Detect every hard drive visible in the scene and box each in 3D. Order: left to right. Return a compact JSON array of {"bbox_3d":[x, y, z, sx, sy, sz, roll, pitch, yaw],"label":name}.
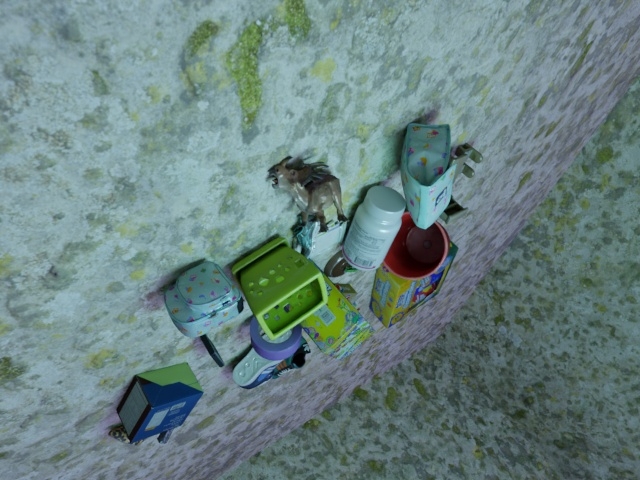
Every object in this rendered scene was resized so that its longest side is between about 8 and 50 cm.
[{"bbox_3d":[-0.374,0.376,1.528,0.022,0.094,0.135,-31,150,-16],"label":"hard drive"}]

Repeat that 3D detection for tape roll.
[{"bbox_3d":[-0.163,0.337,1.628,0.189,0.189,0.080,-27,149,-23],"label":"tape roll"}]

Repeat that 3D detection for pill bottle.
[{"bbox_3d":[0.185,-0.041,1.542,0.161,0.160,0.282,-20,146,-33],"label":"pill bottle"}]

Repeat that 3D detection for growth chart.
[{"bbox_3d":[0.000,0.000,1.524,0.238,0.021,0.171,-22,146,-30],"label":"growth chart"}]

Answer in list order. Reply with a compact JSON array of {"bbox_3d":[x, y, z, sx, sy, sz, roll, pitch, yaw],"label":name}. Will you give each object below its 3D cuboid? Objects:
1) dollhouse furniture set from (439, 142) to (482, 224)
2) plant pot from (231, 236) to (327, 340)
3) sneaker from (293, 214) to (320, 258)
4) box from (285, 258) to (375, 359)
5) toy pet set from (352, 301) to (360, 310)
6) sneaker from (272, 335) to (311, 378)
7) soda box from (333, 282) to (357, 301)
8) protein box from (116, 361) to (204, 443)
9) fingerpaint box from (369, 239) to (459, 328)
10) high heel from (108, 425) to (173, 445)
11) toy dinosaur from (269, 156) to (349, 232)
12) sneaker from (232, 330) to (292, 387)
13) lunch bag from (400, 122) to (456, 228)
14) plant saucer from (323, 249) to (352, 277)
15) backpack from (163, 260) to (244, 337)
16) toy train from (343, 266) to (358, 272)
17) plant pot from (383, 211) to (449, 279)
[{"bbox_3d":[0.501,-0.209,1.683,0.212,0.161,0.242,-24,148,-28],"label":"dollhouse furniture set"},{"bbox_3d":[-0.132,0.137,1.365,0.227,0.207,0.228,-34,150,-13],"label":"plant pot"},{"bbox_3d":[-0.051,-0.016,1.393,0.076,0.065,0.166,4,117,-20],"label":"sneaker"},{"bbox_3d":[0.020,0.256,1.595,0.177,0.290,0.279,-42,155,-3],"label":"box"},{"bbox_3d":[0.159,0.381,2.206,0.114,0.065,0.122,-40,151,-1],"label":"toy pet set"},{"bbox_3d":[-0.146,0.557,2.028,0.108,0.121,0.302,-6,137,-46],"label":"sneaker"},{"bbox_3d":[0.080,0.224,1.893,0.058,0.061,0.181,-51,150,17],"label":"soda box"},{"bbox_3d":[-0.550,0.552,1.522,0.200,0.136,0.201,0,132,-51],"label":"protein box"},{"bbox_3d":[0.449,0.199,2.193,0.371,0.163,0.444,-29,149,-20],"label":"fingerpaint box"},{"bbox_3d":[-0.642,0.663,1.663,0.261,0.093,0.186,31,84,-48],"label":"high heel"},{"bbox_3d":[-0.002,-0.140,1.240,0.296,0.127,0.200,-24,115,-58],"label":"toy dinosaur"},{"bbox_3d":[-0.219,0.497,1.875,0.323,0.130,0.236,-41,162,-9],"label":"sneaker"},{"bbox_3d":[0.329,-0.196,1.377,0.160,0.262,0.223,1,148,9],"label":"lunch bag"},{"bbox_3d":[0.089,0.091,1.752,0.169,0.029,0.168,-30,150,-20],"label":"plant saucer"},{"bbox_3d":[-0.325,0.161,1.210,0.189,0.166,0.144,-34,150,-19],"label":"backpack"},{"bbox_3d":[0.122,0.119,1.784,0.083,0.017,0.024,0,143,-50],"label":"toy train"},{"bbox_3d":[0.404,0.017,1.807,0.274,0.275,0.243,-52,159,20],"label":"plant pot"}]
